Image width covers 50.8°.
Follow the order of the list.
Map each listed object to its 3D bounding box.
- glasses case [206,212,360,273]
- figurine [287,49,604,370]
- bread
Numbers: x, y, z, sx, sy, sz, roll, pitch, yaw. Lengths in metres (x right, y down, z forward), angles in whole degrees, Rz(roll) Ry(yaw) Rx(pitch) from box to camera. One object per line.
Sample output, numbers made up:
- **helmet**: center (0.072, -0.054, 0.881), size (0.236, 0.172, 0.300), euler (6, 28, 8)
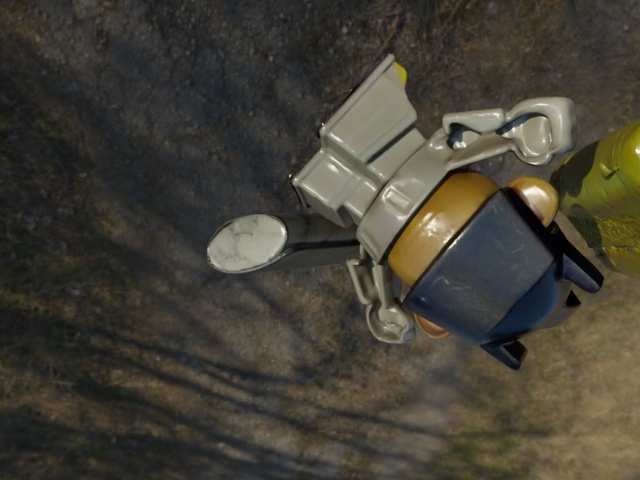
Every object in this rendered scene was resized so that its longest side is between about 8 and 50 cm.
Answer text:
- **glasses case**: center (0.000, 0.000, 0.816), size (0.114, 0.060, 0.299), euler (-14, 174, 32)
- **figurine**: center (0.111, -0.011, 0.623), size (0.143, 0.308, 0.308), euler (-37, 161, -34)
- **bread**: center (0.327, -0.039, 0.650), size (0.112, 0.166, 0.383), euler (-38, 175, 8)
